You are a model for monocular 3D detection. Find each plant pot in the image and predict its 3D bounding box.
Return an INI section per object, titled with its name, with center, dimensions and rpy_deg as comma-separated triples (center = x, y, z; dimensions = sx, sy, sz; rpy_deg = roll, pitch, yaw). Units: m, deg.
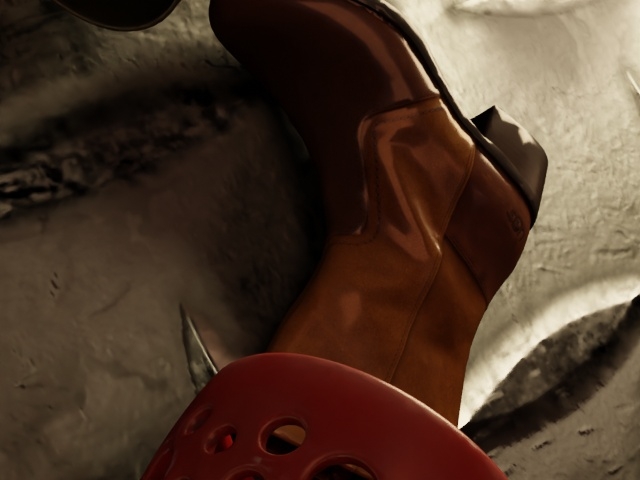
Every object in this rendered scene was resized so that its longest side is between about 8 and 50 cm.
[plant pot]
center = -0.015, 0.177, 0.650
dimensions = 0.191, 0.191, 0.174
rpy_deg = 42, 55, -10

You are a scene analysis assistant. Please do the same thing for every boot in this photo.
[boot]
center = 0.000, 0.000, 0.848
dimensions = 0.264, 0.096, 0.280
rpy_deg = 39, 55, -23

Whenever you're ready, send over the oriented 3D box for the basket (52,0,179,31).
[basket]
center = -0.087, -0.257, 0.866
dimensions = 0.204, 0.154, 0.227
rpy_deg = 53, 43, -3
